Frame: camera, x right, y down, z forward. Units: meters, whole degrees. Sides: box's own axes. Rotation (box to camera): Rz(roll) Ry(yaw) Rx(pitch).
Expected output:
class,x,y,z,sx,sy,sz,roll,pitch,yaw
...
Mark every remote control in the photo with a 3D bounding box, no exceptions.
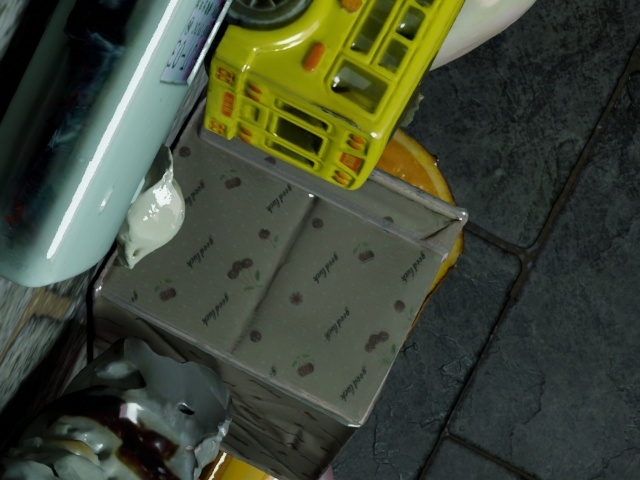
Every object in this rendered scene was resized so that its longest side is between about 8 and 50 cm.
class,x,y,z,sx,sy,sz,roll,pitch,yaw
remote control,-0.057,-0.123,0.621,0.296,0.056,0.140,-64,-179,6

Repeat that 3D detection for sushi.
class,x,y,z,sx,sy,sz,roll,pitch,yaw
sushi,-0.150,0.161,1.000,0.130,0.124,0.332,-51,180,31

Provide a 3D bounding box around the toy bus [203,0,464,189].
class,x,y,z,sx,sy,sz,roll,pitch,yaw
toy bus,0.045,-0.207,0.988,0.330,0.152,0.144,-62,178,-16

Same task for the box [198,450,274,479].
class,x,y,z,sx,sy,sz,roll,pitch,yaw
box,-0.161,0.254,1.647,0.174,0.076,0.274,-62,-152,-3

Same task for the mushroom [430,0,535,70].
class,x,y,z,sx,sy,sz,roll,pitch,yaw
mushroom,0.097,-0.266,1.427,0.246,0.202,0.246,-19,172,-3

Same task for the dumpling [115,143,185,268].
class,x,y,z,sx,sy,sz,roll,pitch,yaw
dumpling,-0.116,-0.026,0.984,0.052,0.057,0.076,-25,135,-19

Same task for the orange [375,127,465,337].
class,x,y,z,sx,sy,sz,roll,pitch,yaw
orange,0.002,0.002,1.549,0.310,0.274,0.274,-56,178,-8

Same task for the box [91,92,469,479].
class,x,y,z,sx,sy,sz,roll,pitch,yaw
box,-0.046,0.054,1.234,0.190,0.225,0.297,-63,178,-21

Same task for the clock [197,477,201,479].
class,x,y,z,sx,sy,sz,roll,pitch,yaw
clock,-0.168,0.301,1.148,0.318,0.080,0.318,17,70,-55

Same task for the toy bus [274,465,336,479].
class,x,y,z,sx,sy,sz,roll,pitch,yaw
toy bus,-0.109,0.249,1.960,0.197,0.294,0.231,-158,-96,-77

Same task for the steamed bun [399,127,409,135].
class,x,y,z,sx,sy,sz,roll,pitch,yaw
steamed bun,-0.007,-0.019,1.895,0.324,0.206,0.324,25,90,-89
